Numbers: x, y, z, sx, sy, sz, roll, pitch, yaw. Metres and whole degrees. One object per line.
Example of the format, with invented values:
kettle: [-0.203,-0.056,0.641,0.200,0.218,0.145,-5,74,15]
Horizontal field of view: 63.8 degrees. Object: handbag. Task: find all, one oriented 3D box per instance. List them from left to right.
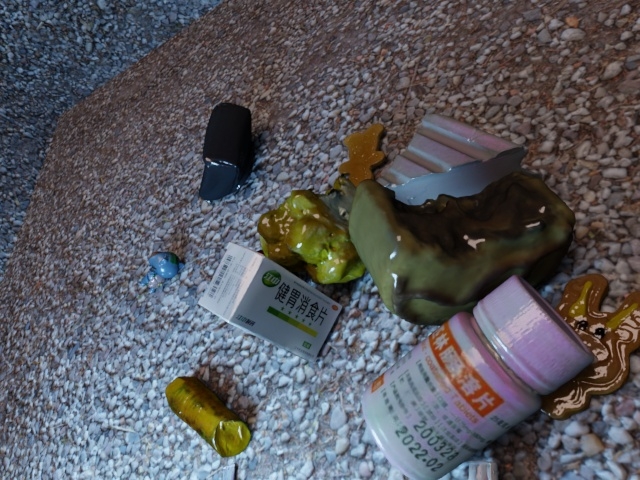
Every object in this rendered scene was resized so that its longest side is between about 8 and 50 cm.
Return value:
handbag: [-0.336,-0.305,1.880,0.177,0.275,0.302,9,58,-7]

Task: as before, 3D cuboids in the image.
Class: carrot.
carrot: [-0.318,0.469,1.400,0.301,0.114,0.114,21,77,43]

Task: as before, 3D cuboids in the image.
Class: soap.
soap: [0.323,-0.142,1.251,0.258,0.159,0.302,-49,43,-3]

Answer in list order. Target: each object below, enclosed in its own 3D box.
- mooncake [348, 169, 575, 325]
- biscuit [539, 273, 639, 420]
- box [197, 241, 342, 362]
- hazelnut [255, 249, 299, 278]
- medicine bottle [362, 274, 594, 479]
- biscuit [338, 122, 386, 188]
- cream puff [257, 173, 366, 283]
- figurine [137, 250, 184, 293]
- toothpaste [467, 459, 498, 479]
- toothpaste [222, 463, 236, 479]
mooncake: [0.281,-0.006,1.035,0.394,0.393,0.246,-37,44,17]
biscuit: [0.501,0.203,0.979,0.186,0.044,0.295,25,79,47]
box: [-0.119,0.159,1.281,0.145,0.333,0.173,15,73,47]
hazelnut: [-0.161,0.107,1.464,0.203,0.178,0.178,4,66,39]
medicine bottle: [0.282,0.259,0.961,0.388,0.219,0.219,-43,45,18]
biscuit: [0.129,-0.242,1.551,0.158,0.035,0.241,-13,56,34]
cream puff: [0.008,0.003,1.350,0.274,0.323,0.270,53,130,15]
figurine: [-0.585,0.098,1.849,0.178,0.114,0.145,-47,43,16]
toothpaste: [0.291,0.564,0.905,0.100,0.066,0.323,-14,60,36]
toothpaste: [-0.230,0.647,1.276,0.045,0.028,0.170,-31,46,28]
